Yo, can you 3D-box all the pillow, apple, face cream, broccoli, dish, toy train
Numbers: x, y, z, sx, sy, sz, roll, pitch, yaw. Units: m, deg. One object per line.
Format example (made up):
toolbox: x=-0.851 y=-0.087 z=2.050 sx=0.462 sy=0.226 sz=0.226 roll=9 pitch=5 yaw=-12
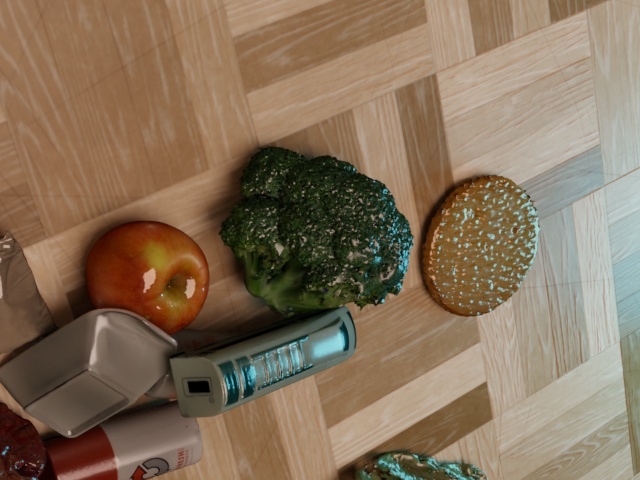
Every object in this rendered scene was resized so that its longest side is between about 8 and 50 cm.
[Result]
pillow: x=-0.467 y=0.092 z=1.389 sx=0.270 sy=0.067 sz=0.173 roll=-23 pitch=123 yaw=-27
apple: x=-0.234 y=0.050 z=1.497 sx=0.163 sy=0.139 sz=0.163 roll=-14 pitch=109 yaw=-46
face cream: x=-0.137 y=0.183 z=1.624 sx=0.252 sy=0.101 sz=0.101 roll=9 pitch=100 yaw=-36
broccoli: x=0.000 y=0.000 z=1.606 sx=0.245 sy=0.265 sz=0.294 roll=-38 pitch=123 yaw=24
dish: x=-0.294 y=0.179 z=1.459 sx=0.234 sy=0.064 sz=0.154 roll=-32 pitch=129 yaw=20
face cream: x=-0.281 y=0.296 z=1.564 sx=0.214 sy=0.096 sz=0.095 roll=-13 pitch=112 yaw=-31
toy train: x=-0.043 y=0.157 z=1.593 sx=0.407 sy=0.088 sz=0.086 roll=-15 pitch=93 yaw=-55

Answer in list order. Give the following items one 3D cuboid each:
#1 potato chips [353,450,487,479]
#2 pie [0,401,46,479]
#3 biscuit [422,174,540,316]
potato chips: x=0.143 y=0.554 z=1.942 sx=0.389 sy=0.097 sz=0.373 roll=8 pitch=101 yaw=-36
pie: x=-0.424 y=0.267 z=1.440 sx=0.153 sy=0.153 sz=0.038 roll=18 pitch=127 yaw=-37
biscuit: x=0.269 y=0.010 z=1.890 sx=0.254 sy=0.035 sz=0.254 roll=-12 pitch=111 yaw=-33
